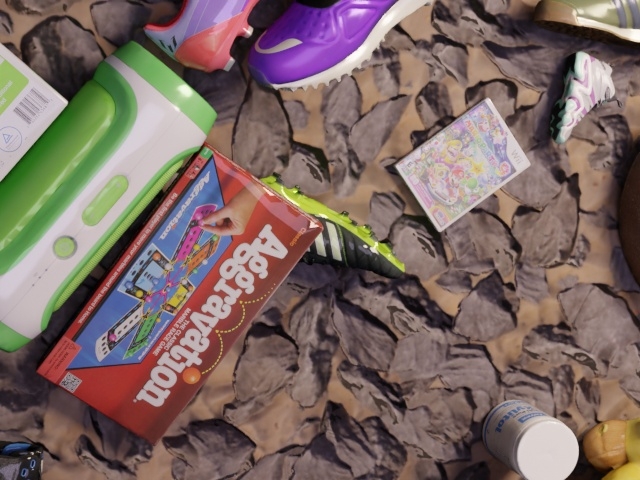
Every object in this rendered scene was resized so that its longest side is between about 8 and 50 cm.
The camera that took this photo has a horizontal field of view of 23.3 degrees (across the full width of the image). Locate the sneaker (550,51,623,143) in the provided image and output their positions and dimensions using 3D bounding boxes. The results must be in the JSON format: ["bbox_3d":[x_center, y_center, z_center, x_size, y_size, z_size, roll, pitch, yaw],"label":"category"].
[{"bbox_3d":[0.282,-0.142,1.616,0.069,0.038,0.098,14,95,-15],"label":"sneaker"}]

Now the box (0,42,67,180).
[{"bbox_3d":[-0.403,-0.105,1.402,0.231,0.127,0.262,40,88,-16],"label":"box"}]

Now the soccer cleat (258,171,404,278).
[{"bbox_3d":[0.000,0.000,1.562,0.179,0.060,0.072,30,100,-10],"label":"soccer cleat"}]

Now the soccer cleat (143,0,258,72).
[{"bbox_3d":[-0.076,-0.278,1.485,0.095,0.083,0.248,28,94,-12],"label":"soccer cleat"}]

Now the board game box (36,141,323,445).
[{"bbox_3d":[-0.139,0.055,1.520,0.145,0.027,0.281,34,100,-17],"label":"board game box"}]

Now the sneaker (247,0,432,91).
[{"bbox_3d":[0.033,-0.268,1.481,0.293,0.102,0.146,-38,128,-14],"label":"sneaker"}]

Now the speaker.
[{"bbox_3d":[-0.233,-0.041,1.451,0.131,0.131,0.296,41,88,-16],"label":"speaker"}]

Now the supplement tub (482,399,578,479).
[{"bbox_3d":[0.217,0.210,1.618,0.071,0.107,0.071,-1,96,-14],"label":"supplement tub"}]

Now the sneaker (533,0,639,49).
[{"bbox_3d":[0.313,-0.247,1.599,0.192,0.064,0.086,9,89,-16],"label":"sneaker"}]

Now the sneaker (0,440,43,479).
[{"bbox_3d":[-0.273,0.267,1.518,0.217,0.079,0.121,24,94,-15],"label":"sneaker"}]

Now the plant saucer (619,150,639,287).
[{"bbox_3d":[0.471,-0.018,1.617,0.311,0.050,0.310,2,112,5],"label":"plant saucer"}]

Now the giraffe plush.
[{"bbox_3d":[0.329,0.259,1.640,0.210,0.181,0.170,18,72,-6],"label":"giraffe plush"}]

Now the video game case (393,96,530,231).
[{"bbox_3d":[0.147,-0.078,1.606,0.122,0.011,0.087,-36,105,-7],"label":"video game case"}]
